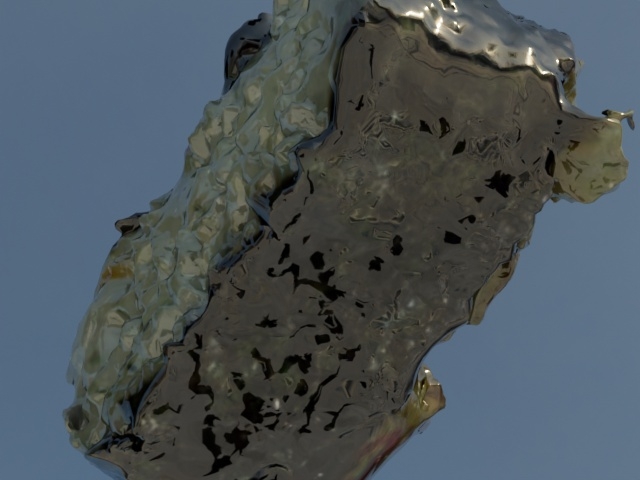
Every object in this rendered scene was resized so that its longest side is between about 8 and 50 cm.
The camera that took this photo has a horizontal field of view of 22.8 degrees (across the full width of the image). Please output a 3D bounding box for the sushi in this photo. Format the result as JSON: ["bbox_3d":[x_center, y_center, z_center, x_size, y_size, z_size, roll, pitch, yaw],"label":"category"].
[{"bbox_3d":[0.000,0.000,0.560,0.115,0.147,0.212,24,-74,-24],"label":"sushi"}]
